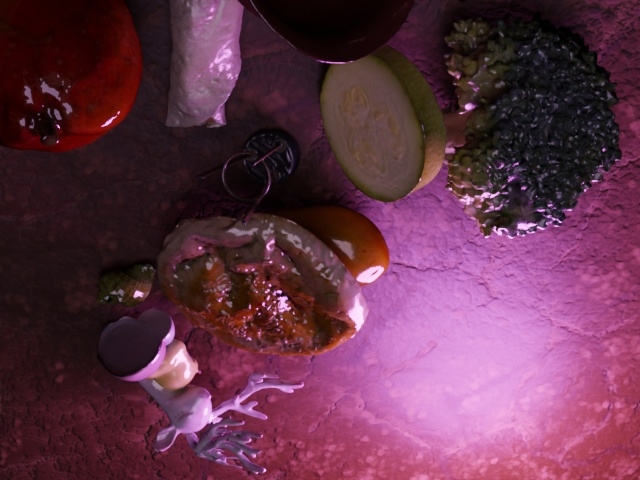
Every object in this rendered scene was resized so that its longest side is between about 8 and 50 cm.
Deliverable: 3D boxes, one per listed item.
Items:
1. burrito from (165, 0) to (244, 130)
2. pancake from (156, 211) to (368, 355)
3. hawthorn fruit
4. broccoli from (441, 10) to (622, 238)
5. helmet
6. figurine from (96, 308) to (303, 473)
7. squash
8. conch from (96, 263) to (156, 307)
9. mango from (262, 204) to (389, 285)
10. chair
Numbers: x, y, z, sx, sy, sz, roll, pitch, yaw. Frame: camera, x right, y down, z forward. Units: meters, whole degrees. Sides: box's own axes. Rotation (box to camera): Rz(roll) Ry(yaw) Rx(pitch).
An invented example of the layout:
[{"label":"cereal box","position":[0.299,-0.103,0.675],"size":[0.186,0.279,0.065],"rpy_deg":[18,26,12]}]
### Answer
[{"label":"burrito","position":[-0.172,-0.337,1.555],"size":[0.117,0.076,0.392],"rpy_deg":[0,125,-13]},{"label":"pancake","position":[-0.102,0.087,1.753],"size":[0.386,0.082,0.387],"rpy_deg":[9,143,7]},{"label":"hawthorn fruit","position":[-0.379,-0.242,1.458],"size":[0.265,0.307,0.265],"rpy_deg":[-12,142,-9]},{"label":"broccoli","position":[0.306,-0.168,1.613],"size":[0.293,0.280,0.348],"rpy_deg":[15,85,-38]},{"label":"helmet","position":[-0.034,-0.432,1.390],"size":[0.337,0.230,0.385],"rpy_deg":[-3,98,-36]},{"label":"figurine","position":[-0.224,0.281,1.856],"size":[0.284,0.206,0.316],"rpy_deg":[-10,134,33]},{"label":"squash","position":[0.089,-0.184,1.596],"size":[0.049,0.252,0.252],"rpy_deg":[-26,129,-30]},{"label":"conch","position":[-0.345,0.082,1.824],"size":[0.121,0.074,0.089],"rpy_deg":[-32,154,-5]},{"label":"mango","position":[0.000,0.000,1.769],"size":[0.253,0.113,0.138],"rpy_deg":[15,125,-6]},{"label":"chair","position":[-0.110,-0.115,1.643],"size":[0.095,0.221,0.104],"rpy_deg":[21,113,12]}]
